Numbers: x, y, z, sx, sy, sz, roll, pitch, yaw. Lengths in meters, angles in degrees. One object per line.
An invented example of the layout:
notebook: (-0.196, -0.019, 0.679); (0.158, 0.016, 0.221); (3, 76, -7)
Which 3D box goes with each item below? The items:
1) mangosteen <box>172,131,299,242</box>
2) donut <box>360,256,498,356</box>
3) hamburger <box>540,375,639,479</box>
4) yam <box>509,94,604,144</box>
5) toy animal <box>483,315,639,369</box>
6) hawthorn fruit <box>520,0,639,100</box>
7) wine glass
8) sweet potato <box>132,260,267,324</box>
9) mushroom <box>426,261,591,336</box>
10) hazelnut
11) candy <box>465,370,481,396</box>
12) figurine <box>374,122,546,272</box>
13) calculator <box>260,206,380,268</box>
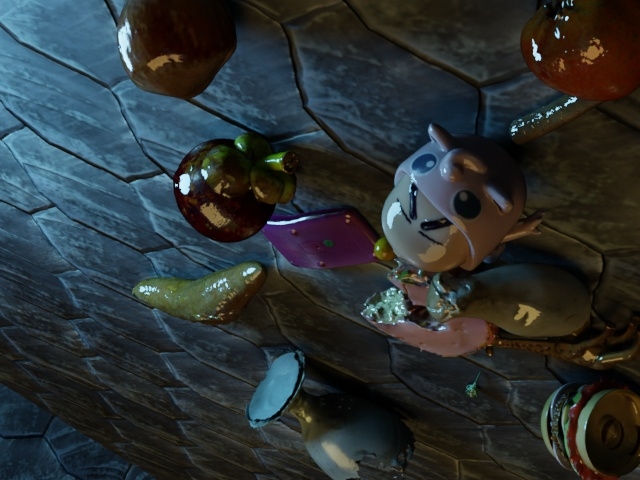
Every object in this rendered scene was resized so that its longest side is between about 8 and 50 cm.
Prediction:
mangosteen: (-0.116, -0.088, 1.235); (0.146, 0.156, 0.181); (43, 122, 12)
donut: (0.179, 0.096, 1.375); (0.199, 0.085, 0.233); (24, 150, -3)
hamburger: (0.441, 0.309, 1.482); (0.175, 0.175, 0.137); (35, 161, -21)
yam: (0.266, -0.143, 0.985); (0.032, 0.032, 0.145); (33, 149, -19)
toy animal: (0.372, 0.152, 1.376); (0.149, 0.054, 0.275); (37, 148, -20)
hawthorn fruit: (0.254, -0.187, 0.844); (0.128, 0.128, 0.128); (16, 150, 10)
wine glass: (0.028, 0.379, 1.838); (0.357, 0.190, 0.190); (39, 146, -22)
sweet potato: (-0.201, 0.103, 1.627); (0.341, 0.092, 0.114); (-10, 121, 41)
mushroom: (0.259, 0.082, 1.237); (0.225, 0.093, 0.116); (7, 119, -23)
hazelnut: (-0.170, -0.235, 1.028); (0.143, 0.143, 0.154); (26, 166, -7)
candy: (0.285, 0.261, 1.643); (0.023, 0.025, 0.083); (-16, 147, -20)
figurine: (0.162, -0.019, 1.125); (0.176, 0.186, 0.287); (44, 170, 11)
calculator: (0.000, 0.000, 1.390); (0.190, 0.034, 0.126); (-5, 139, 37)
